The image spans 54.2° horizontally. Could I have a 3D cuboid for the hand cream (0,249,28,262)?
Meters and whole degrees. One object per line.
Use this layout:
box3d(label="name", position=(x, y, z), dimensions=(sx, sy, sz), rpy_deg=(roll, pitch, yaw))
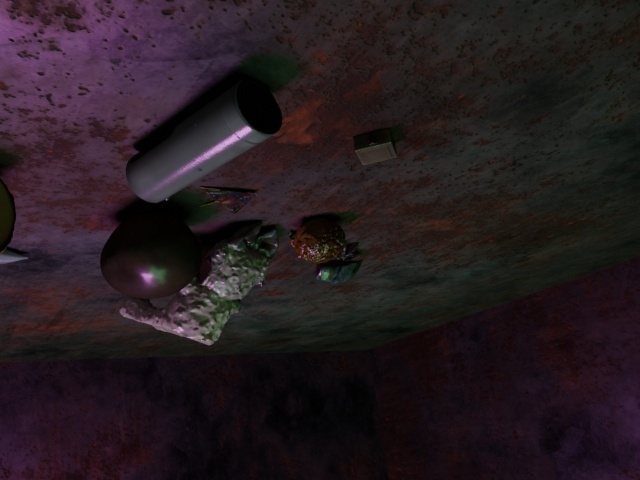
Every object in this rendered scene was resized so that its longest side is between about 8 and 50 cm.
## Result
box3d(label="hand cream", position=(-0.844, 0.034, 1.592), dimensions=(0.078, 0.050, 0.205), rpy_deg=(-13, 165, 10))

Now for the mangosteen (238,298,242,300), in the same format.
box3d(label="mangosteen", position=(-0.336, 0.153, 1.980), dimensions=(0.183, 0.173, 0.172), rpy_deg=(-9, 162, -6))

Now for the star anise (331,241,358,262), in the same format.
box3d(label="star anise", position=(0.060, 0.042, 1.983), dimensions=(0.140, 0.042, 0.141), rpy_deg=(-6, 160, -2))

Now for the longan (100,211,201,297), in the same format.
box3d(label="longan", position=(-0.412, 0.040, 1.515), dimensions=(0.245, 0.215, 0.246), rpy_deg=(-18, 145, -13))

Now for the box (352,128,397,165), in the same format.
box3d(label="box", position=(0.114, -0.195, 1.307), dimensions=(0.079, 0.035, 0.083), rpy_deg=(-12, 160, 12))

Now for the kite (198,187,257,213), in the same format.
box3d(label="kite", position=(-0.225, -0.098, 1.502), dimensions=(0.159, 0.010, 0.190), rpy_deg=(-11, 160, 14))

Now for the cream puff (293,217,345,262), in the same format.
box3d(label="cream puff", position=(0.001, 0.004, 1.715), dimensions=(0.143, 0.103, 0.126), rpy_deg=(-10, 137, -17))

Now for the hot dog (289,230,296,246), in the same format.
box3d(label="hot dog", position=(-0.022, 0.010, 1.833), dimensions=(0.072, 0.055, 0.188), rpy_deg=(-19, 159, 35))

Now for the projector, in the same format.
box3d(label="projector", position=(-0.219, -0.172, 1.135), dimensions=(0.337, 0.108, 0.108), rpy_deg=(-22, 157, 38))

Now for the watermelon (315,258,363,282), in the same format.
box3d(label="watermelon", position=(0.045, 0.098, 2.044), dimensions=(0.187, 0.071, 0.139), rpy_deg=(-9, -165, -40))

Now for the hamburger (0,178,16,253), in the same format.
box3d(label="hamburger", position=(-0.707, -0.033, 1.180), dimensions=(0.237, 0.237, 0.148), rpy_deg=(9, 160, -40))

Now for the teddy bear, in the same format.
box3d(label="teddy bear", position=(-0.330, 0.105, 1.779), dimensions=(0.375, 0.363, 0.327), rpy_deg=(8, 163, 42))
